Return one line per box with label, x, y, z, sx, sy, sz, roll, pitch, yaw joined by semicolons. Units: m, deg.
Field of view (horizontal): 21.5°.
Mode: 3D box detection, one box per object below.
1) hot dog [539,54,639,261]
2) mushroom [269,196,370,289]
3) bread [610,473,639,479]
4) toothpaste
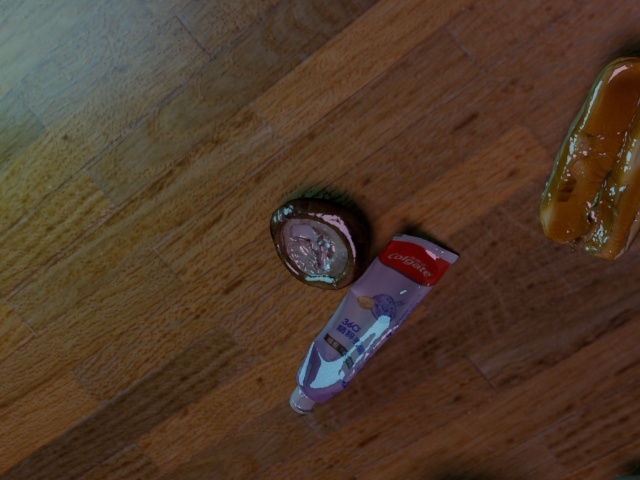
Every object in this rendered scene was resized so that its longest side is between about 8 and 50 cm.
hot dog;0.294;-0.086;1.672;0.109;0.072;0.270;24;128;8
mushroom;0.000;0.000;1.880;0.123;0.052;0.123;18;128;25
bread;0.391;0.329;1.841;0.141;0.134;0.148;-8;104;34
toothpaste;0.046;0.099;1.924;0.075;0.048;0.301;39;126;5
